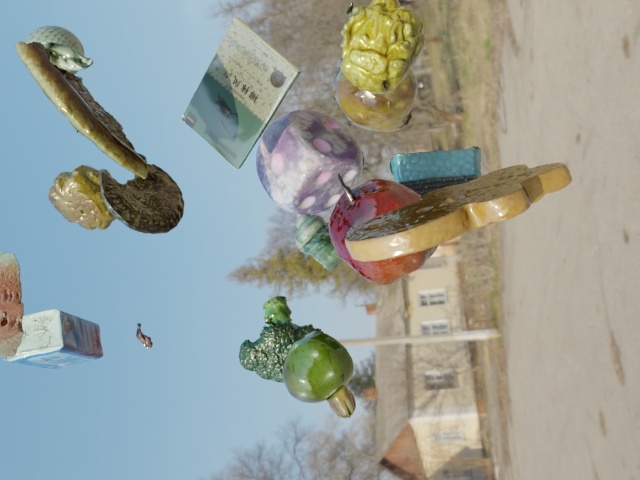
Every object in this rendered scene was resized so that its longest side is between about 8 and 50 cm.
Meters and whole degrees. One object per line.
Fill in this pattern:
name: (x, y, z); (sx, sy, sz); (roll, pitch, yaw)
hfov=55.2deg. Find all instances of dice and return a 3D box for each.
dice: (-0.040, -0.269, 2.104); (0.271, 0.270, 0.270); (-8, -125, -41)

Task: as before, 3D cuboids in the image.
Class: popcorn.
popcorn: (0.151, -0.511, 1.601); (0.249, 0.225, 0.249); (-63, 0, 0)

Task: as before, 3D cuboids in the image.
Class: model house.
model house: (0.347, -0.141, 1.805); (0.226, 0.262, 0.240); (57, -152, -86)

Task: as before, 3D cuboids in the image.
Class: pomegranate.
pomegranate: (-0.013, 0.382, 1.675); (0.159, 0.190, 0.240); (-37, -61, -40)

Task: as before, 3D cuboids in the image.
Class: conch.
conch: (-0.743, -0.540, 1.740); (0.172, 0.200, 0.131); (73, -169, -59)
conch: (0.000, 0.000, 2.251); (0.220, 0.195, 0.277); (-10, -120, -45)

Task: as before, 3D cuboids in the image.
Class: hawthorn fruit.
hawthorn fruit: (0.136, -0.050, 1.441); (0.300, 0.254, 0.254); (54, -158, -20)

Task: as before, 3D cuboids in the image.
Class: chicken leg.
chicken leg: (-0.525, 0.285, 1.807); (0.083, 0.036, 0.021); (54, -161, 7)

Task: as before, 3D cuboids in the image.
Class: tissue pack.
tissue pack: (-0.853, 0.320, 1.966); (0.263, 0.198, 0.146); (64, -166, -72)

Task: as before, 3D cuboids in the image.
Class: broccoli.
broccoli: (-0.131, 0.326, 1.999); (0.297, 0.298, 0.297); (64, -177, -59)

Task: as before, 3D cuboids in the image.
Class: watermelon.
watermelon: (-0.753, 0.153, 1.428); (0.094, 0.154, 0.241); (109, 140, -75)

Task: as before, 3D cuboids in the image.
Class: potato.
potato: (0.161, -0.483, 1.965); (0.300, 0.289, 0.237); (66, -162, -3)

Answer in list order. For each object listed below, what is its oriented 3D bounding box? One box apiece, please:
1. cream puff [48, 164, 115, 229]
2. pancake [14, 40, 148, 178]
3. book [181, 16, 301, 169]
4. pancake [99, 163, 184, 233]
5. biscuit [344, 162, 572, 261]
cream puff: (-0.791, -0.147, 2.081); (0.196, 0.244, 0.244); (-52, -34, -25)
pancake: (-0.594, -0.336, 1.598); (0.426, 0.067, 0.305); (50, -172, -1)
book: (-0.250, -0.437, 1.855); (0.264, 0.379, 0.031); (42, -151, 10)
pancake: (-0.548, -0.139, 1.888); (0.286, 0.033, 0.288); (27, -139, -32)
biscuit: (0.210, -0.043, 0.970); (0.052, 0.355, 0.275); (69, 166, -10)
